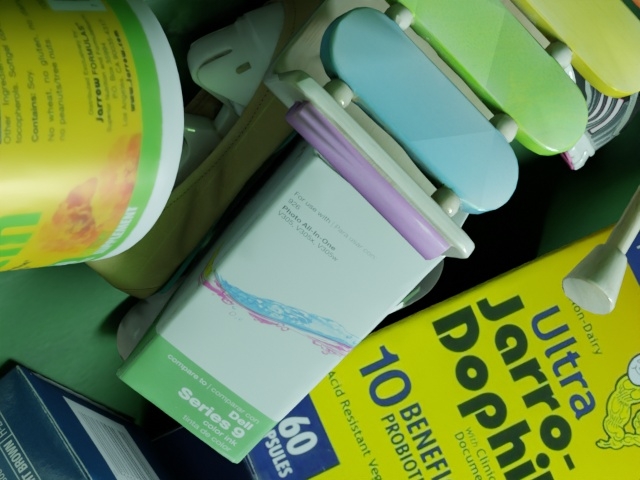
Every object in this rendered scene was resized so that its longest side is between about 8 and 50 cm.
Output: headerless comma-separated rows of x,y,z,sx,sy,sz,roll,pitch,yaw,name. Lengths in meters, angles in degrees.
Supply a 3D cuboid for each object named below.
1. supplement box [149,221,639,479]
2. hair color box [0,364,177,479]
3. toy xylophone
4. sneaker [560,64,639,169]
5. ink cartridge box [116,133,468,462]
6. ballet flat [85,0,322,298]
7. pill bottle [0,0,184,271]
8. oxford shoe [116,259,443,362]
0.093,0.143,1.256,0.356,0.194,0.195,-23,176,-25,supplement box
-0.257,0.241,1.160,0.347,0.105,0.174,-40,152,4,hair color box
0.118,-0.114,0.898,0.322,0.236,0.081,-60,-162,-21,toy xylophone
0.171,-0.104,1.180,0.075,0.063,0.170,-38,157,1,sneaker
0.000,0.000,1.004,0.212,0.093,0.154,-49,-175,39,ink cartridge box
-0.057,-0.063,0.974,0.073,0.080,0.232,28,112,-27,ballet flat
-0.191,-0.049,0.767,0.246,0.136,0.136,-7,139,-44,pill bottle
-0.030,0.040,1.166,0.212,0.076,0.076,-17,-173,-15,oxford shoe
